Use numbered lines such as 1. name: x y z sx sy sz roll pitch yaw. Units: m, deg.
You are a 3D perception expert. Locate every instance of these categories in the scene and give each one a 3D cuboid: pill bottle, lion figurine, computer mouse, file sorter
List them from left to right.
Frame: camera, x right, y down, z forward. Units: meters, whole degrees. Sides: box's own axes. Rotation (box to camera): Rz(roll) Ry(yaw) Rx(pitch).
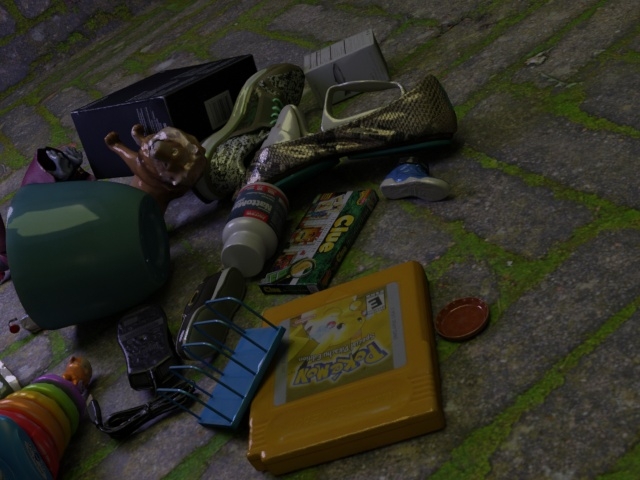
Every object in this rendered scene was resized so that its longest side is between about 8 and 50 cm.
1. computer mouse: -0.320 0.232 1.485 0.184 0.060 0.262 -28 43 -7
2. lion figurine: -0.376 -0.091 1.847 0.240 0.392 0.142 39 36 23
3. file sorter: -0.155 0.185 1.314 0.118 0.104 0.170 -15 43 56
4. pill bottle: -0.127 -0.019 1.640 0.107 0.108 0.180 -14 35 22

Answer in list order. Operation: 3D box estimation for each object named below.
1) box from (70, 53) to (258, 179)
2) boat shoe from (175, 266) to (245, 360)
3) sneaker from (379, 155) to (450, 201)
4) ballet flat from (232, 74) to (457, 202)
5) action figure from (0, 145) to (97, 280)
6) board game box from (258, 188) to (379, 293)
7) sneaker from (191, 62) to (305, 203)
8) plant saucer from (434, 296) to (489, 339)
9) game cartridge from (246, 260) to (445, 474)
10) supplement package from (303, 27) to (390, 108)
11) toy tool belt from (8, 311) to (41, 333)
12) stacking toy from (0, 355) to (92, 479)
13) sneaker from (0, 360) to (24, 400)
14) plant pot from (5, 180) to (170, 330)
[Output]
1. box: -0.350 -0.297 2.068 0.312 0.179 0.343 0 25 35
2. boat shoe: -0.202 0.133 1.514 0.068 0.081 0.228 -14 27 28
3. sneaker: 0.185 -0.119 1.582 0.152 0.058 0.085 1 50 48
4. ballet flat: 0.028 -0.211 1.717 0.482 0.182 0.164 -17 -2 18
5. action figure: -0.661 -0.039 2.031 0.275 0.248 0.370 39 100 28
6. board game box: 0.000 0.000 1.589 0.136 0.030 0.260 -1 41 34
7. sneaker: -0.116 -0.238 1.924 0.182 0.158 0.410 8 54 37
8. plant saucer: 0.209 0.116 1.270 0.083 0.013 0.083 -20 32 13
9. game cartridge: 0.033 0.182 1.282 0.285 0.053 0.324 -20 32 15
10. supplement package: 0.061 -0.408 2.049 0.179 0.105 0.105 -21 32 13
11. toy tool belt: -0.609 0.171 1.815 0.083 0.052 0.051 -28 0 -4
12. stacking toy: -0.463 0.293 1.451 0.165 0.175 0.302 -13 21 23
13. sneaker: -0.640 0.276 1.661 0.086 0.064 0.192 -39 36 -24
14. plant pot: -0.431 0.016 1.681 0.235 0.293 0.293 -8 35 8
